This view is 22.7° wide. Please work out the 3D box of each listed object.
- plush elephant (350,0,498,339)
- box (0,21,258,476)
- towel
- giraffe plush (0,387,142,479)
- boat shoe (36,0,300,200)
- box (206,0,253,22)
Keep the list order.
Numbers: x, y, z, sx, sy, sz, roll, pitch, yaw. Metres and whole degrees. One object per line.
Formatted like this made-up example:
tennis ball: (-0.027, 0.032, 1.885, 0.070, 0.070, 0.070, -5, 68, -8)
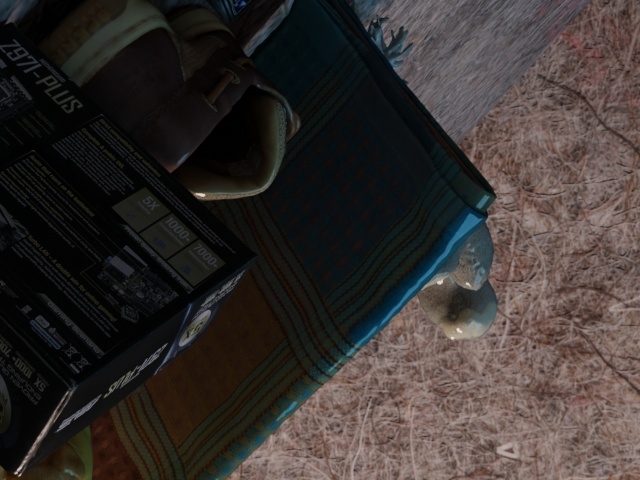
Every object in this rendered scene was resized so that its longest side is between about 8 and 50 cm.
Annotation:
plush elephant: (0.000, 0.000, 1.342, 0.255, 0.272, 0.330, -57, 155, -49)
box: (-0.148, -0.002, 0.768, 0.147, 0.180, 0.077, -38, 168, -50)
towel: (-0.068, 0.018, 1.128, 0.370, 0.271, 0.040, -45, 137, 12)
giraffe plush: (-0.200, 0.063, 1.009, 0.210, 0.181, 0.170, -27, 141, -37)
boat shoe: (-0.080, -0.070, 0.984, 0.123, 0.123, 0.342, -46, 175, 2)
box: (-0.009, -0.220, 0.892, 0.184, 0.045, 0.191, -43, 173, -3)
